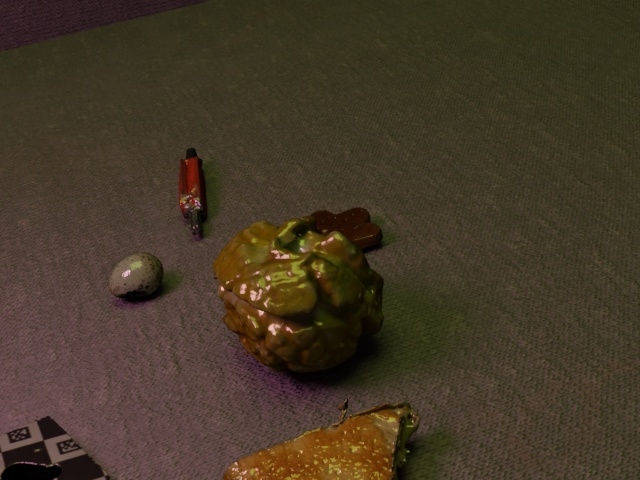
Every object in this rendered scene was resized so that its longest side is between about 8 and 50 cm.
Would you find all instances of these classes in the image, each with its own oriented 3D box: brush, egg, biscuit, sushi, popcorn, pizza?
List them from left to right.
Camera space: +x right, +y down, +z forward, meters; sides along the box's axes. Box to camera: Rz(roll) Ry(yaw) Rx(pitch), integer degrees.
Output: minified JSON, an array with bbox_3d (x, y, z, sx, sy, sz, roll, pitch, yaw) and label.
[{"bbox_3d":[-0.443,0.405,1.361,0.320,0.068,0.339,-23,33,-36],"label":"sushi"},{"bbox_3d":[-0.353,0.070,1.866,0.110,0.085,0.085,-33,39,-22],"label":"egg"},{"bbox_3d":[-0.282,-0.107,2.141,0.051,0.070,0.323,-13,33,0],"label":"brush"},{"bbox_3d":[-0.044,0.084,1.618,0.247,0.282,0.282,-41,43,-22],"label":"popcorn"},{"bbox_3d":[0.000,0.000,1.937,0.236,0.039,0.180,-15,35,-9],"label":"biscuit"},{"bbox_3d":[0.050,0.333,1.379,0.288,0.075,0.280,-34,46,-31],"label":"pizza"}]
